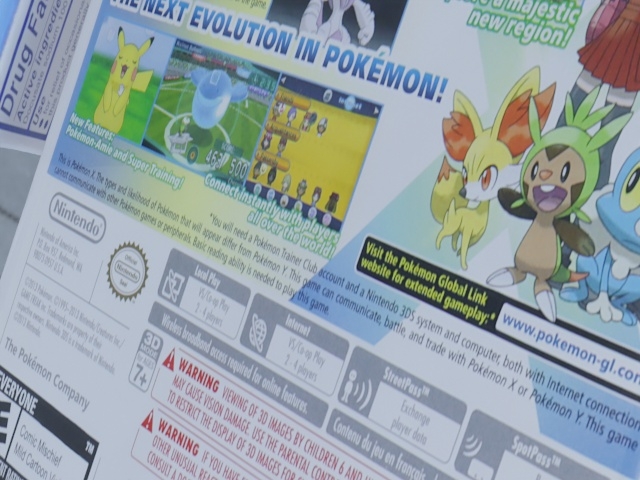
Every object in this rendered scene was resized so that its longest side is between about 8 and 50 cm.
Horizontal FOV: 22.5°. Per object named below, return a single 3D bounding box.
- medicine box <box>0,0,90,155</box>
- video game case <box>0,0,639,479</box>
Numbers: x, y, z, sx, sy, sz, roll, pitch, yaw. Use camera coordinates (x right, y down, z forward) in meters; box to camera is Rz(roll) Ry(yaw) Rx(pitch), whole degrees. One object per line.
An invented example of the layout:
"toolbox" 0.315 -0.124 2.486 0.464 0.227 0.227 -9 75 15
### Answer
"medicine box" -0.142 -0.182 0.759 0.149 0.289 0.263 19 92 5
"video game case" 0.000 0.000 0.506 0.036 0.329 0.299 15 96 -38
